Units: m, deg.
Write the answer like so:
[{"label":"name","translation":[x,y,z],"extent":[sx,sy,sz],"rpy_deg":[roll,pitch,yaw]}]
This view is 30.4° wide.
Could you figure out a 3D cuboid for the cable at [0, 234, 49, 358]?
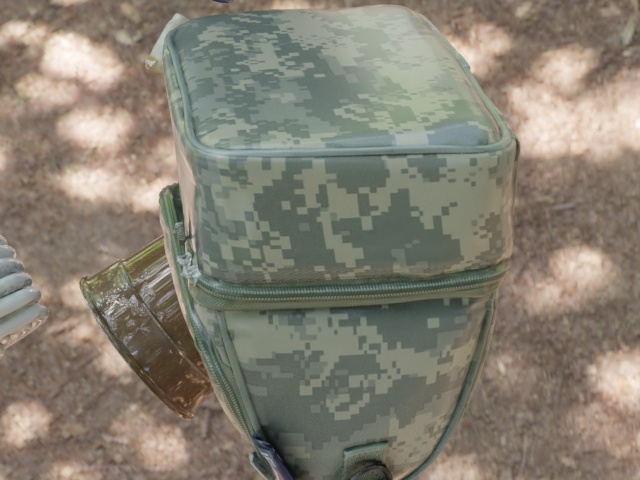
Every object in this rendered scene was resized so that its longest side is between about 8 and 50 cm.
[{"label":"cable","translation":[-0.278,0.068,0.641],"extent":[0.257,0.257,0.089],"rpy_deg":[-29,88,7]}]

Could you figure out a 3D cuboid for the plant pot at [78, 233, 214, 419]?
[{"label":"plant pot","translation":[-0.107,0.052,1.095],"extent":[0.165,0.167,0.167],"rpy_deg":[-37,48,0]}]

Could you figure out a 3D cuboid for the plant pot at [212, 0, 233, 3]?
[{"label":"plant pot","translation":[-0.104,-0.347,0.964],"extent":[0.236,0.212,0.236],"rpy_deg":[26,53,-1]}]

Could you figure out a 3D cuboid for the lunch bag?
[{"label":"lunch bag","translation":[0.000,0.000,0.811],"extent":[0.212,0.256,0.305],"rpy_deg":[-6,28,-9]}]

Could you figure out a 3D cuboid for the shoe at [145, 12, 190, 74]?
[{"label":"shoe","translation":[-0.064,-0.158,1.142],"extent":[0.076,0.219,0.058],"rpy_deg":[22,94,52]}]
